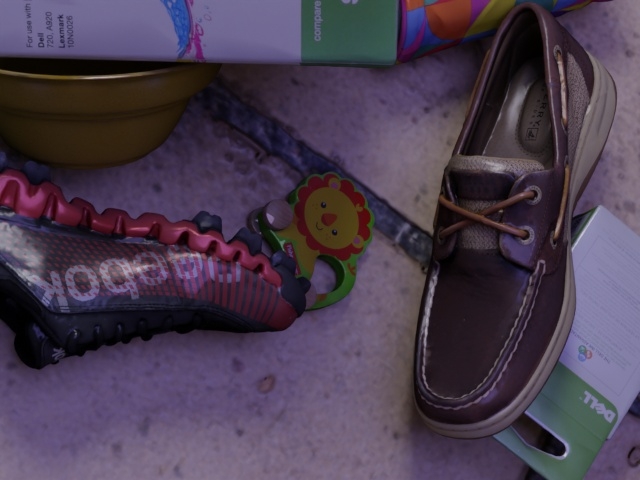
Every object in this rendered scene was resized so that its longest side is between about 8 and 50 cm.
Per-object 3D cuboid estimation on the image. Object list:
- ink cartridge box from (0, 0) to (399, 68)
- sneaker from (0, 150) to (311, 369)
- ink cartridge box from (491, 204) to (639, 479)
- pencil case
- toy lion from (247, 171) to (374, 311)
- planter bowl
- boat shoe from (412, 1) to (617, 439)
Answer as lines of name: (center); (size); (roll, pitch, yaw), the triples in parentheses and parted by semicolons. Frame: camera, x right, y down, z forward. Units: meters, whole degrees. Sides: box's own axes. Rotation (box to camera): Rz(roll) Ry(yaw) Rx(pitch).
ink cartridge box: (-0.082, -0.202, 1.264); (0.278, 0.201, 0.117); (2, 113, 3)
sneaker: (-0.145, 0.036, 1.297); (0.276, 0.097, 0.135); (16, 72, -14)
ink cartridge box: (0.192, 0.087, 1.429); (0.109, 0.062, 0.209); (39, 68, -8)
pencil case: (0.132, -0.212, 1.460); (0.236, 0.104, 0.104); (-16, 84, -25)
toy lion: (0.000, 0.000, 1.398); (0.096, 0.034, 0.100); (-12, 82, -30)
planter bowl: (-0.165, -0.107, 1.302); (0.217, 0.217, 0.090); (-8, 116, -22)
boat shoe: (0.129, -0.024, 1.376); (0.123, 0.123, 0.342); (49, 55, -47)
